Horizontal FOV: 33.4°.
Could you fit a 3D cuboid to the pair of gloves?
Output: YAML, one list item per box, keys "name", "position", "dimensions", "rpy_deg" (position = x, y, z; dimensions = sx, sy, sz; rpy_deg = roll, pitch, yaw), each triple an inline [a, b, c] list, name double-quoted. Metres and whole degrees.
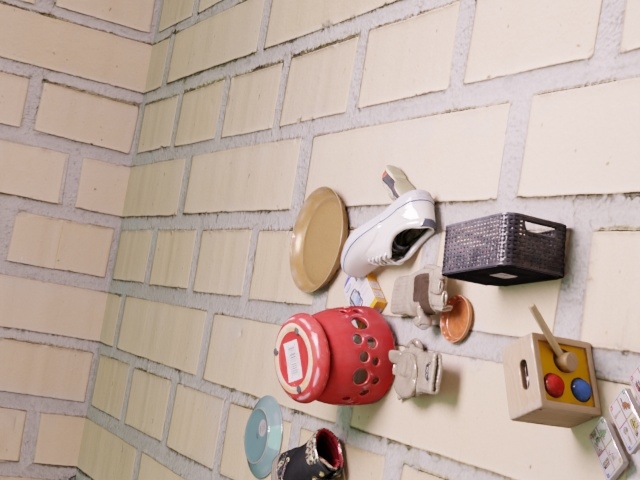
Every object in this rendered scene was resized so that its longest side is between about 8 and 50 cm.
- name: "pair of gloves"
  position: [0.178, 0.162, 1.890]
  dimensions: [0.204, 0.042, 0.240]
  rpy_deg: [149, 128, -66]

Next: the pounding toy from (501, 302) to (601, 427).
- name: "pounding toy"
  position: [0.327, 0.180, 1.513]
  dimensions: [0.100, 0.130, 0.141]
  rpy_deg: [-39, 46, 51]

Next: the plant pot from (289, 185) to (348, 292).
- name: "plant pot"
  position: [0.000, 0.000, 2.323]
  dimensions: [0.236, 0.032, 0.236]
  rpy_deg: [-33, 51, 53]

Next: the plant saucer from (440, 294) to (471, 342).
- name: "plant saucer"
  position: [0.235, 0.136, 1.835]
  dimensions: [0.083, 0.013, 0.083]
  rpy_deg: [-33, 51, 53]

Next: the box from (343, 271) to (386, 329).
- name: "box"
  position: [0.086, 0.107, 2.122]
  dimensions: [0.081, 0.028, 0.136]
  rpy_deg: [-61, 29, 30]

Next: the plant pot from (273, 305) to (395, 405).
- name: "plant pot"
  position: [0.022, 0.219, 2.011]
  dimensions: [0.191, 0.174, 0.191]
  rpy_deg: [-3, 87, 54]

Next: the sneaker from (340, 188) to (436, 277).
- name: "sneaker"
  position: [0.122, 0.007, 2.008]
  dimensions: [0.258, 0.094, 0.091]
  rpy_deg: [-47, 37, 41]

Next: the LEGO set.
- name: "LEGO set"
  position: [0.442, 0.299, 1.365]
  dimensions: [0.244, 0.060, 0.182]
  rpy_deg: [-105, 25, -44]

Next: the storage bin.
- name: "storage bin"
  position: [0.285, 0.017, 1.666]
  dimensions: [0.180, 0.122, 0.084]
  rpy_deg: [-13, 68, 61]

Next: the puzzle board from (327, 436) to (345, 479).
- name: "puzzle board"
  position: [0.013, 0.464, 2.137]
  dimensions: [0.128, 0.011, 0.096]
  rpy_deg: [-51, 39, 43]

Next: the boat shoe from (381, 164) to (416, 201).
- name: "boat shoe"
  position: [0.150, -0.096, 2.054]
  dimensions: [0.137, 0.049, 0.043]
  rpy_deg: [-117, 42, -54]

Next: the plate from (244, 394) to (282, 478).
- name: "plate"
  position: [-0.137, 0.445, 2.420]
  dimensions: [0.188, 0.024, 0.188]
  rpy_deg: [-36, 48, 54]

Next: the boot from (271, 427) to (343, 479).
- name: "boot"
  position: [-0.023, 0.499, 2.090]
  dimensions: [0.178, 0.085, 0.236]
  rpy_deg: [-46, 42, 43]
